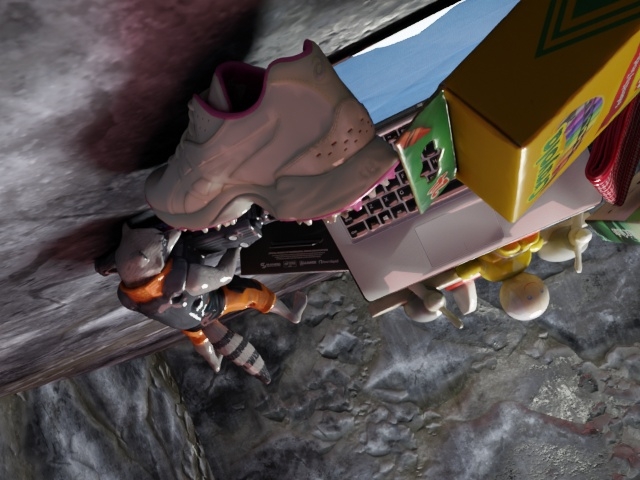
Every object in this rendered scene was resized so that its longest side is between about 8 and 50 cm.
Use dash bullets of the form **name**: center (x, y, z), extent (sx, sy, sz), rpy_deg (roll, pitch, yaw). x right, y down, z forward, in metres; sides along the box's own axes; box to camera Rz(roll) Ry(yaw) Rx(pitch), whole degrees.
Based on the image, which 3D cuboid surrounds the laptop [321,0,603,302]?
- **laptop**: center (0.159, -0.089, 0.754), extent (0.381, 0.408, 0.236), rpy_deg (-24, -154, 10)

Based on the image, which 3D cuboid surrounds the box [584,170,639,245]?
- **box**: center (0.539, -0.090, 0.935), extent (0.232, 0.058, 0.322), rpy_deg (-45, 173, 10)

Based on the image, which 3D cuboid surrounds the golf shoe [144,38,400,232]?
- **golf shoe**: center (-0.073, -0.087, 0.552), extent (0.306, 0.140, 0.115), rpy_deg (-4, -146, 43)

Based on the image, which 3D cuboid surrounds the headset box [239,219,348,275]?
- **headset box**: center (0.000, 0.000, 1.102), extent (0.218, 0.110, 0.293), rpy_deg (-4, 179, 18)

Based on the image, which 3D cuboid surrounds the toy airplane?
- **toy airplane**: center (0.319, 0.048, 1.180), extent (0.386, 0.272, 0.384), rpy_deg (-45, 147, 21)

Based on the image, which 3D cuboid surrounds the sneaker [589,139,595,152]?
- **sneaker**: center (0.422, -0.141, 1.005), extent (0.081, 0.091, 0.232), rpy_deg (-24, 173, 7)

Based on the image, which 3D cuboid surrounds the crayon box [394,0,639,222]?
- **crayon box**: center (0.206, -0.139, 0.510), extent (0.318, 0.081, 0.202), rpy_deg (-46, 160, 2)

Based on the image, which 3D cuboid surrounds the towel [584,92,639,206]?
- **towel**: center (0.413, -0.153, 0.823), extent (0.031, 0.199, 0.275), rpy_deg (20, -174, 31)

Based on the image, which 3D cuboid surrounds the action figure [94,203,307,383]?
- **action figure**: center (-0.148, 0.068, 0.897), extent (0.341, 0.179, 0.330), rpy_deg (-23, 141, 24)
